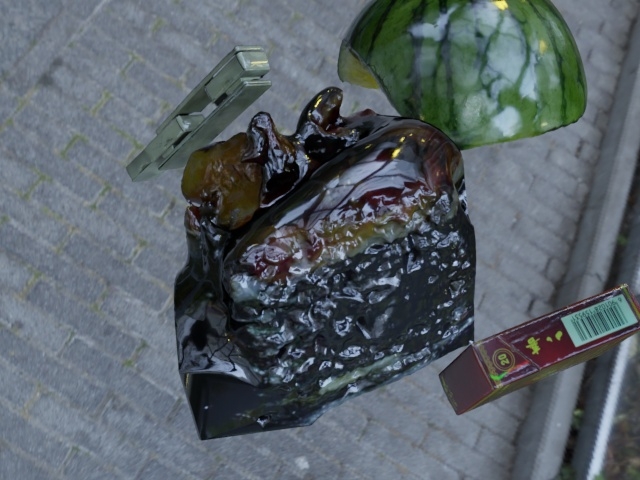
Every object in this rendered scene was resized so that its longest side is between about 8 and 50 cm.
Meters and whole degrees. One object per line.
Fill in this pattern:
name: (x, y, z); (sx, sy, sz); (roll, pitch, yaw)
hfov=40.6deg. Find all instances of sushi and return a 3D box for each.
sushi: (0.001, 0.000, 0.673); (0.227, 0.212, 0.215); (-8, 44, -1)

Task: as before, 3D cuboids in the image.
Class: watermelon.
watermelon: (0.184, -0.253, 1.087); (0.330, 0.190, 0.331); (-1, 35, 1)

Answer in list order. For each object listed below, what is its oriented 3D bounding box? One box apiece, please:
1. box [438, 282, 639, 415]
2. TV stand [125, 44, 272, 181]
box: (0.099, 0.050, 0.390); (0.082, 0.051, 0.023); (-19, 70, -17)
TV stand: (-0.135, -0.123, 0.922); (0.036, 0.249, 0.042); (-16, 77, -45)
